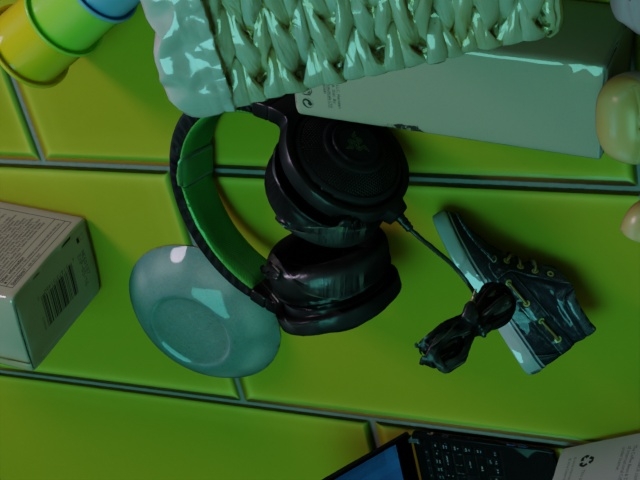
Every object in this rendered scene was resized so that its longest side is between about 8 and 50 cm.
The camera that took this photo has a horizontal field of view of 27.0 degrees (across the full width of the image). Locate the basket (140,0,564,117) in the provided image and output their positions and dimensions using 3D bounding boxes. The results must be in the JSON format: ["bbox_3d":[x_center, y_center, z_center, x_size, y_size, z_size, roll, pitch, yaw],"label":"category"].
[{"bbox_3d":[0.011,-0.306,0.896,0.267,0.328,0.331,-6,123,10],"label":"basket"}]

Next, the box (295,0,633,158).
[{"bbox_3d":[0.119,-0.153,1.140,0.275,0.113,0.094,12,130,21],"label":"box"}]

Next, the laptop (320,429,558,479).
[{"bbox_3d":[0.135,0.346,1.510,0.264,0.136,0.234,4,128,25],"label":"laptop"}]

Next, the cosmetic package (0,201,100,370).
[{"bbox_3d":[-0.433,0.033,1.547,0.310,0.160,0.113,11,130,22],"label":"cosmetic package"}]

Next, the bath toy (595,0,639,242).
[{"bbox_3d":[0.283,-0.168,0.990,0.151,0.129,0.348,0,113,7],"label":"bath toy"}]

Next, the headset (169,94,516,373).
[{"bbox_3d":[0.000,0.000,1.265,0.394,0.185,0.243,24,132,27],"label":"headset"}]

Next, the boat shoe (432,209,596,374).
[{"bbox_3d":[0.188,0.034,1.293,0.083,0.065,0.183,-34,89,8],"label":"boat shoe"}]

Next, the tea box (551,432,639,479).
[{"bbox_3d":[0.363,0.408,1.306,0.220,0.329,0.323,-20,113,37],"label":"tea box"}]

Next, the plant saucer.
[{"bbox_3d":[-0.142,0.094,1.524,0.195,0.037,0.195,14,130,18],"label":"plant saucer"}]

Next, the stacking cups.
[{"bbox_3d":[-0.186,-0.247,1.236,0.316,0.096,0.096,-27,110,40],"label":"stacking cups"}]
